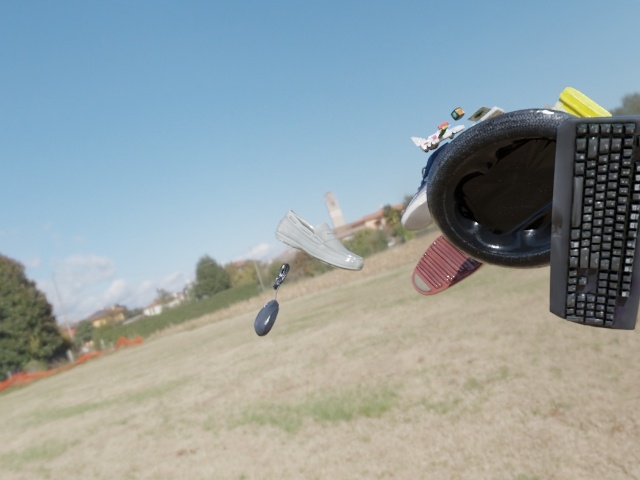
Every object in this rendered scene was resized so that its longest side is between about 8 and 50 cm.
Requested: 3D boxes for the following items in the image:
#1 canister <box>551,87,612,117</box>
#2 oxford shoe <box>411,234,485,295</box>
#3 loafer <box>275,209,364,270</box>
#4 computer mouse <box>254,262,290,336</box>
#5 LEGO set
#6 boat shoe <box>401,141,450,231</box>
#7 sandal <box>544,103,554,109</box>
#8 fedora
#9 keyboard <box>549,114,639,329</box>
[{"bbox_3d":[0.584,-0.258,1.396,0.073,0.126,0.170,-17,-34,-46],"label":"canister"},{"bbox_3d":[0.372,0.019,1.404,0.348,0.123,0.130,-39,-28,3],"label":"oxford shoe"},{"bbox_3d":[0.000,0.000,1.785,0.319,0.112,0.112,26,6,27],"label":"loafer"},{"bbox_3d":[-0.135,0.157,1.616,0.071,0.041,0.242,-41,26,45],"label":"computer mouse"},{"bbox_3d":[0.344,-0.288,1.470,0.182,0.060,0.244,-40,-16,30],"label":"LEGO set"},{"bbox_3d":[0.400,-0.194,2.088,0.340,0.158,0.127,-45,-50,16],"label":"boat shoe"},{"bbox_3d":[0.617,-0.313,1.579,0.079,0.088,0.240,-50,-7,20],"label":"sandal"},{"bbox_3d":[0.361,-0.107,1.042,0.334,0.334,0.152,-21,23,38],"label":"fedora"},{"bbox_3d":[0.407,-0.011,0.759,0.201,0.317,0.033,1,33,20],"label":"keyboard"}]
